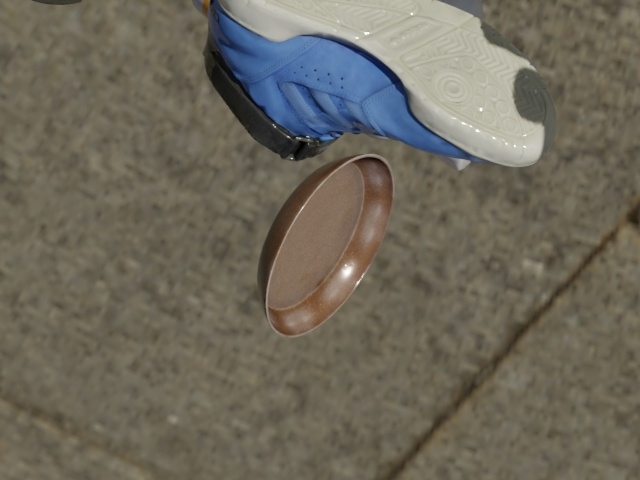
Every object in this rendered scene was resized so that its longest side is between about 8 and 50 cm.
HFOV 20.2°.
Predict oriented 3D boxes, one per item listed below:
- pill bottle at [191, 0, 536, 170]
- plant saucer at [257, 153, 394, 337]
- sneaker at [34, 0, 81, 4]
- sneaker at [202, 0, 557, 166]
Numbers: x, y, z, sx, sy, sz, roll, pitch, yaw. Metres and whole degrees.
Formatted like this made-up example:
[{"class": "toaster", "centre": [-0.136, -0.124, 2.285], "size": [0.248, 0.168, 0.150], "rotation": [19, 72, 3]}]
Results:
[{"class": "pill bottle", "centre": [0.039, -0.180, 1.507], "size": [0.272, 0.152, 0.152], "rotation": [37, 135, 8]}, {"class": "plant saucer", "centre": [0.000, 0.000, 1.472], "size": [0.029, 0.168, 0.168], "rotation": [29, 139, 27]}, {"class": "sneaker", "centre": [-0.080, -0.237, 0.796], "size": [0.271, 0.100, 0.108], "rotation": [-51, 64, 23]}, {"class": "sneaker", "centre": [0.020, -0.061, 0.745], "size": [0.152, 0.058, 0.084], "rotation": [26, 146, 3]}]
